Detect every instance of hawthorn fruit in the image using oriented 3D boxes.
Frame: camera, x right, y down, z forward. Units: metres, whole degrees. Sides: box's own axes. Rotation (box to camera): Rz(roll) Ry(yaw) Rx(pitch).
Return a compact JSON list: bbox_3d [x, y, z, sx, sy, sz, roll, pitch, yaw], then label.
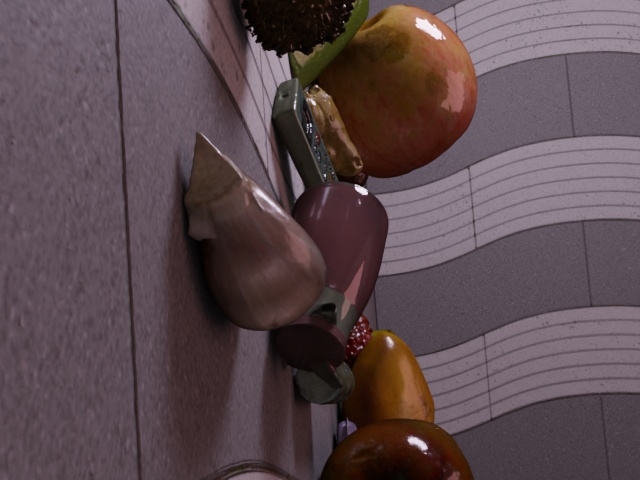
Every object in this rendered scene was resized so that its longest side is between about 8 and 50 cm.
[{"bbox_3d":[0.121,0.426,1.170,0.301,0.267,0.268,46,38,-63],"label":"hawthorn fruit"}]

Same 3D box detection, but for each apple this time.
[{"bbox_3d":[0.156,-0.332,1.571,0.364,0.363,0.364,-5,90,-83],"label":"apple"}]

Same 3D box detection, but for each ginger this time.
[{"bbox_3d":[0.007,-0.210,1.326,0.205,0.081,0.115,56,2,-43],"label":"ginger"}]

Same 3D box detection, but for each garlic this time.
[{"bbox_3d":[-0.057,0.017,0.696,0.266,0.128,0.149,103,-4,-78],"label":"garlic"}]

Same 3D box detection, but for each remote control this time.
[{"bbox_3d":[-0.001,-0.112,1.131,0.123,0.038,0.285,-85,154,-54],"label":"remote control"}]

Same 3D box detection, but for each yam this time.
[{"bbox_3d":[0.009,0.215,1.092,0.179,0.078,0.078,58,28,-76],"label":"yam"}]

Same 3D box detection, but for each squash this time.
[{"bbox_3d":[-0.039,-0.413,1.351,0.260,0.189,0.189,-50,150,-25],"label":"squash"}]

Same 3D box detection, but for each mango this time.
[{"bbox_3d":[0.148,0.374,1.567,0.199,0.201,0.350,-44,132,-69],"label":"mango"}]

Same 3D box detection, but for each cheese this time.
[{"bbox_3d":[0.054,0.431,1.449,0.191,0.042,0.105,87,1,-45],"label":"cheese"}]

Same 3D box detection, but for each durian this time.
[{"bbox_3d":[-0.040,-0.326,0.847,0.196,0.167,0.196,56,12,-19],"label":"durian"}]

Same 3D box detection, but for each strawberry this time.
[{"bbox_3d":[0.085,0.243,1.671,0.140,0.085,0.192,73,12,-51],"label":"strawberry"}]

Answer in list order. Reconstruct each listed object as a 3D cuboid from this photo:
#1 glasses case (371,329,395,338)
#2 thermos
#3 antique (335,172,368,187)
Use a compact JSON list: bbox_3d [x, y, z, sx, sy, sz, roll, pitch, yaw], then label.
[{"bbox_3d":[0.149,0.418,1.838,0.173,0.141,0.371,63,20,-49],"label":"glasses case"},{"bbox_3d":[0.004,0.063,0.976,0.265,0.146,0.176,-76,-173,-46],"label":"thermos"},{"bbox_3d":[0.073,-0.172,1.788,0.104,0.104,0.104,-5,90,-83],"label":"antique"}]
